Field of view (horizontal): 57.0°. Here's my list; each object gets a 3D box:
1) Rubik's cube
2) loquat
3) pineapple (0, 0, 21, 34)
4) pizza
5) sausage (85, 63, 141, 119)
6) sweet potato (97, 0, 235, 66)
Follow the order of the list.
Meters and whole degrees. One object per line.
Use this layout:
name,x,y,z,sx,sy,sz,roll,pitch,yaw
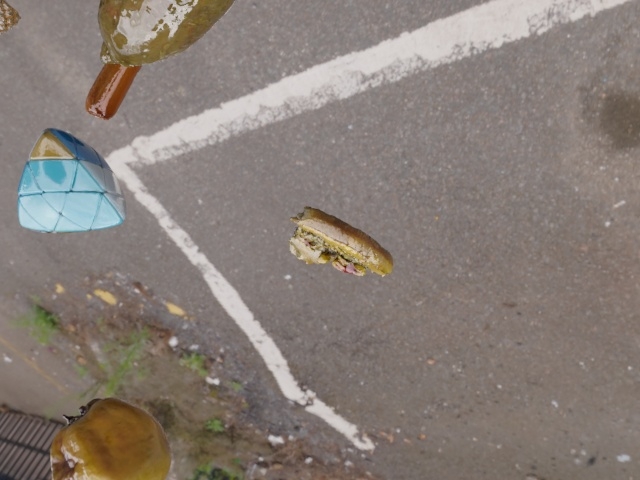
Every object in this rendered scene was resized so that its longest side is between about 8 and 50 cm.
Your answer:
Rubik's cube,-0.516,-0.123,1.252,0.255,0.254,0.254,18,145,13
loquat,-0.239,0.245,0.670,0.137,0.137,0.113,24,163,4
pineapple,-0.927,-0.563,1.569,0.111,0.237,0.119,50,171,-23
pizza,0.000,0.000,1.342,0.288,0.074,0.251,6,155,36
sausage,-0.491,-0.382,1.406,0.076,0.197,0.076,29,179,0
sweet potato,-0.140,-0.326,0.699,0.423,0.130,0.130,-18,126,38
